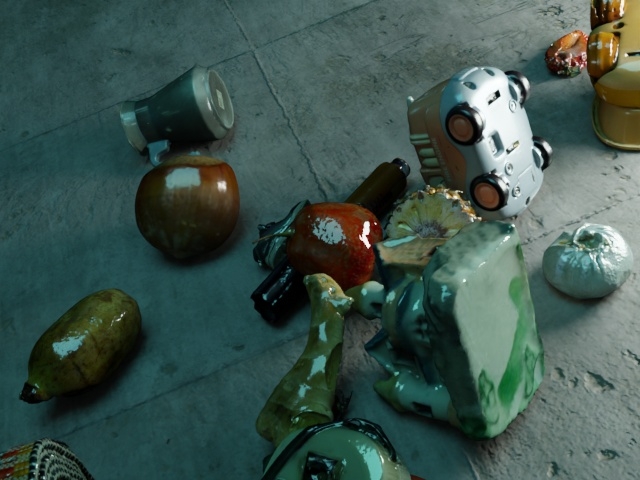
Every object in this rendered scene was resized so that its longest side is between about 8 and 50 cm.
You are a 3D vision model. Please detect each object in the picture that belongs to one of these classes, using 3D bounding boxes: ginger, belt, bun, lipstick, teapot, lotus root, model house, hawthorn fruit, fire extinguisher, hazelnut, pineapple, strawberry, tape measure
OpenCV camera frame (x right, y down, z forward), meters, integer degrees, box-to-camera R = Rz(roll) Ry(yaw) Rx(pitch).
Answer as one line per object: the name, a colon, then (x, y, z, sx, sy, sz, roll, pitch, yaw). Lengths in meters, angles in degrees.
ginger: (-0.019, 0.184, 1.326, 0.131, 0.086, 0.295, -18, 48, 41)
belt: (-0.375, 0.389, 1.187, 0.160, 0.295, 0.207, -16, 55, -1)
bun: (0.423, 0.026, 1.395, 0.140, 0.083, 0.141, -12, 44, 12)
lipstick: (0.028, -0.012, 1.597, 0.077, 0.077, 0.418, 21, 55, 37)
teapot: (-0.320, -0.270, 1.965, 0.225, 0.171, 0.203, -17, 71, 14)
lotus root: (-0.417, 0.188, 1.518, 0.145, 0.128, 0.260, 3, 39, 44)
model house: (0.132, 0.123, 1.290, 0.324, 0.267, 0.194, 6, 33, 44)
hawthorn fruit: (0.000, 0.000, 1.467, 0.203, 0.163, 0.163, 21, 50, 2)
fire extinguisher: (-0.015, 0.257, 1.352, 0.132, 0.039, 0.056, -2, 77, 19)
hazelnut: (-0.260, -0.067, 1.700, 0.214, 0.176, 0.214, -9, 70, 24)
pineapple: (0.200, -0.023, 1.509, 0.176, 0.161, 0.137, -38, 1, 26)
strawberry: (0.526, -0.399, 1.842, 0.103, 0.048, 0.152, 10, 52, 25)
tape measure: (-0.007, 0.336, 1.153, 0.235, 0.115, 0.207, -3, 67, 33)

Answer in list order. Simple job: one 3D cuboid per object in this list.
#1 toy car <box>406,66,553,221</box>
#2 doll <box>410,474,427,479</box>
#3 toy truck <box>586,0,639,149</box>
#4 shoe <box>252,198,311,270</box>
toy car: (0.263, -0.166, 1.554, 0.212, 0.271, 0.180, -5, 25, 49)
doll: (0.059, 0.344, 1.213, 0.169, 0.057, 0.109, 24, 62, 35)
toy truck: (0.598, -0.331, 1.617, 0.204, 0.212, 0.288, 2, 49, 22)
shoe: (-0.079, -0.014, 1.650, 0.099, 0.071, 0.169, 8, 51, 32)
